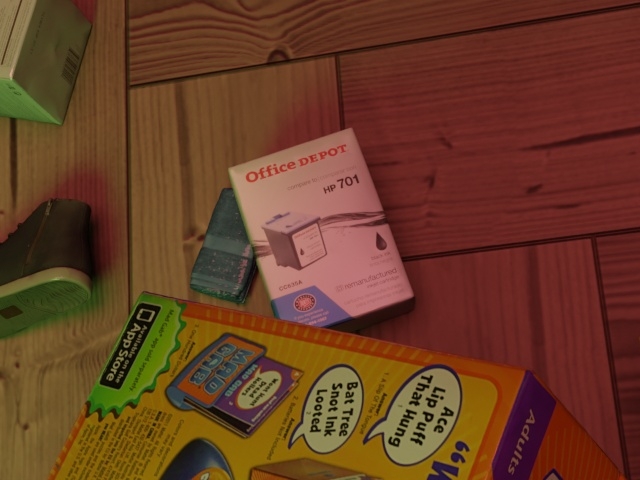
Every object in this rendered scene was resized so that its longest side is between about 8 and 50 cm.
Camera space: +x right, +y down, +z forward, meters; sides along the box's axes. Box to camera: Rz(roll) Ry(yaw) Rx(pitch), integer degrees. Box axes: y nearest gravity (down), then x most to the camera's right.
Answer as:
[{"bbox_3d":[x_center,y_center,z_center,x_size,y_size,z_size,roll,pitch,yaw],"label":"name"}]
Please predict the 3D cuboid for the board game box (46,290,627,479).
[{"bbox_3d":[0.011,0.296,0.889,0.356,0.356,0.357,8,65,39],"label":"board game box"}]

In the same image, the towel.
[{"bbox_3d":[-0.094,0.004,1.259,0.067,0.029,0.119,14,77,17],"label":"towel"}]

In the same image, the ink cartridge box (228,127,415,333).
[{"bbox_3d":[0.000,0.000,1.194,0.139,0.082,0.191,-19,77,-2],"label":"ink cartridge box"}]

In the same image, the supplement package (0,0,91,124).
[{"bbox_3d":[-0.416,-0.234,1.353,0.244,0.134,0.139,10,76,16],"label":"supplement package"}]

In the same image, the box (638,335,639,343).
[{"bbox_3d":[0.451,0.180,0.976,0.322,0.079,0.257,-3,68,-19],"label":"box"}]

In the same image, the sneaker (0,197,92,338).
[{"bbox_3d":[-0.345,0.034,1.294,0.222,0.083,0.118,-14,51,16],"label":"sneaker"}]
